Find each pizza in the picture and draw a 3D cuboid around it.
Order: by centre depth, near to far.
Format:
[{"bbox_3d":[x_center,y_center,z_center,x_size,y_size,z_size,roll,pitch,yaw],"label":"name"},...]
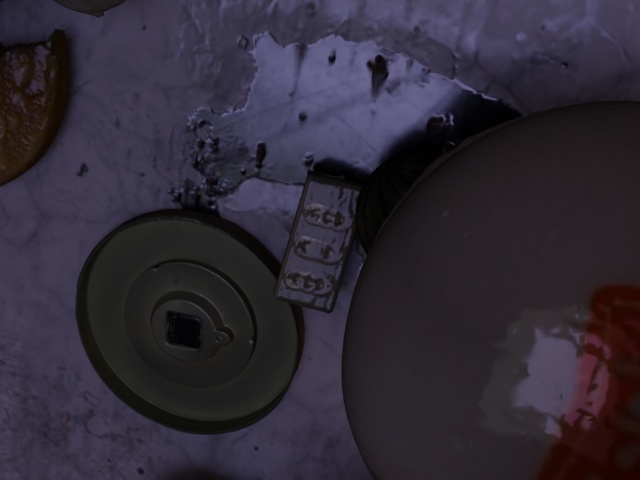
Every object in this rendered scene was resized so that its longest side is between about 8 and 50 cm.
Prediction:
[{"bbox_3d":[-0.299,-0.129,0.790,0.131,0.041,0.178,22,115,1],"label":"pizza"}]

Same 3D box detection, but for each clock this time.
[{"bbox_3d":[-0.131,0.084,0.839,0.235,0.029,0.235,5,112,12],"label":"clock"}]

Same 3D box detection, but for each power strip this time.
[{"bbox_3d":[0.000,0.000,0.759,0.056,0.032,0.123,15,104,-4],"label":"power strip"}]

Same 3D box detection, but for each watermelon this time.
[{"bbox_3d":[0.086,-0.009,0.712,0.105,0.105,0.133,-22,120,21],"label":"watermelon"}]

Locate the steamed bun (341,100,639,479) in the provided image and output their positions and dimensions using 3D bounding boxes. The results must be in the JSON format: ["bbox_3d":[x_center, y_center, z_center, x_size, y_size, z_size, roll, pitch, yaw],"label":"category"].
[{"bbox_3d":[0.201,0.096,0.597,0.374,0.241,0.374,-5,118,-9],"label":"steamed bun"}]

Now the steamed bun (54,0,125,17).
[{"bbox_3d":[-0.180,-0.249,0.684,0.112,0.091,0.130,36,99,5],"label":"steamed bun"}]
